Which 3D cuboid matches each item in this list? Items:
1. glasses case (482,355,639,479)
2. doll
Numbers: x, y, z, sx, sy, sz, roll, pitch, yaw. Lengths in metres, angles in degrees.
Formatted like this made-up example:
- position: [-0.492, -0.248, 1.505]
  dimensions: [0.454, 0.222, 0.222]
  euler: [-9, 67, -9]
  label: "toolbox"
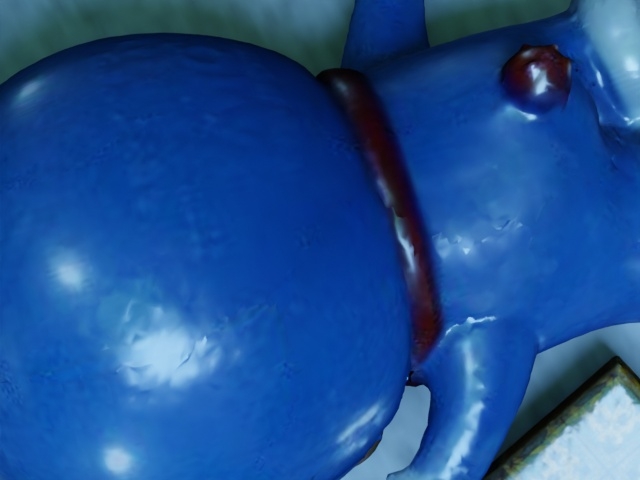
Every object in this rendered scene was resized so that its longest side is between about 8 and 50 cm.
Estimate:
- position: [0.048, 0.140, 0.627]
  dimensions: [0.218, 0.049, 0.075]
  euler: [-43, 86, 7]
  label: "glasses case"
- position: [0.000, 0.000, 0.571]
  dimensions: [0.256, 0.161, 0.215]
  euler: [-12, 62, -9]
  label: "doll"
